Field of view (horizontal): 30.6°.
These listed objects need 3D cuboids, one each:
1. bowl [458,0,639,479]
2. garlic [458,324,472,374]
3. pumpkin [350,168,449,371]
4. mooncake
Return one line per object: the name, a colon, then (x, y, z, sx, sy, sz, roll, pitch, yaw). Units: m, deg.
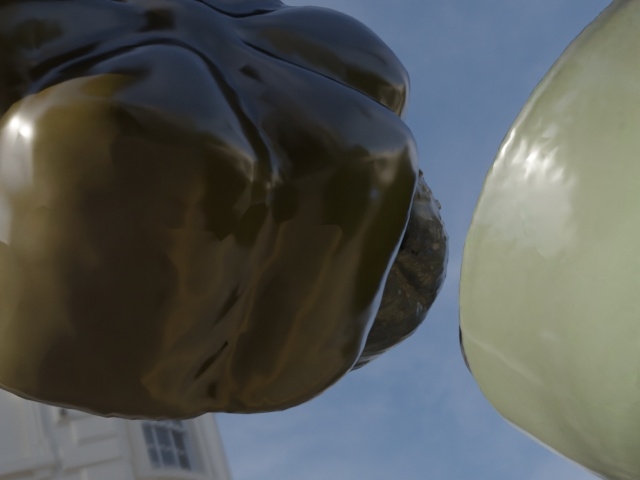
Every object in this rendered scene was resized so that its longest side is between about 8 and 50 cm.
bowl: (0.274, 0.020, 0.659, 0.354, 0.185, 0.354, -15, -58, -24)
garlic: (0.270, 0.064, 1.017, 0.317, 0.317, 0.259, -36, -23, 16)
pumpkin: (0.000, 0.000, 1.359, 0.257, 0.291, 0.327, -3, -32, -21)
mooncake: (-0.142, -0.078, 0.936, 0.467, 0.467, 0.262, 8, -59, -31)
